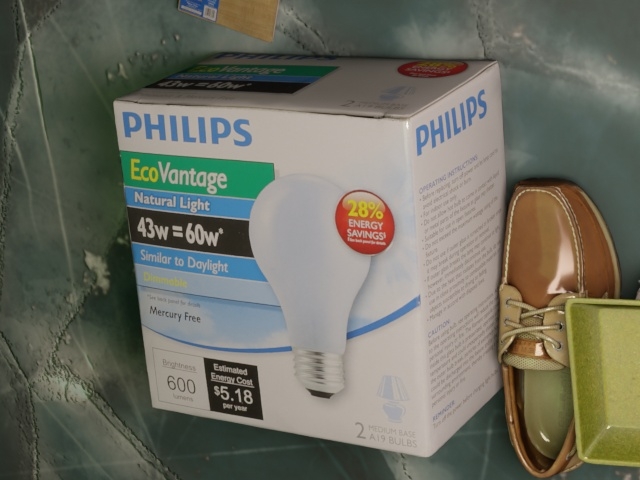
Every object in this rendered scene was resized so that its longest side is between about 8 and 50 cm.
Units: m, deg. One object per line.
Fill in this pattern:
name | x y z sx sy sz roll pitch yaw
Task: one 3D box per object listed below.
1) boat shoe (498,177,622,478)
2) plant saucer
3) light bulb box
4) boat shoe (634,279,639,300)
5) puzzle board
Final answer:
boat shoe | 0.244 0.099 1.642 0.123 0.120 0.324 1 109 30
plant saucer | 0.343 0.134 1.547 0.188 0.045 0.188 2 115 22
light bulb box | 0.000 0.000 1.686 0.358 0.225 0.361 5 112 29
boat shoe | 0.361 0.055 1.593 0.226 0.083 0.076 -46 61 29
puzzle board | -0.100 -0.286 1.767 0.128 0.011 0.096 22 119 23
